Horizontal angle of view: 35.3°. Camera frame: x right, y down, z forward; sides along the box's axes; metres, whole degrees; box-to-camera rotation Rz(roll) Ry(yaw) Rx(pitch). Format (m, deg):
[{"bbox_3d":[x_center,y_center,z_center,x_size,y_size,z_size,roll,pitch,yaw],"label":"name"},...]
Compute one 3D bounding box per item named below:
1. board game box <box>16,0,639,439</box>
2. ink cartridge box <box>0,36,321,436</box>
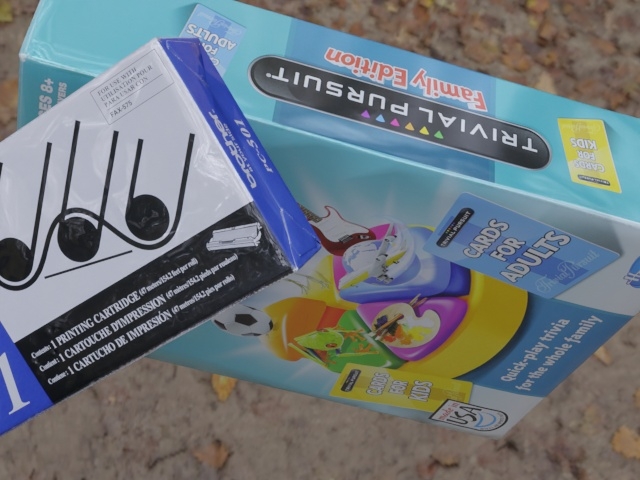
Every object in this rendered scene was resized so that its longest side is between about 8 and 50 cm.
[{"bbox_3d":[0.000,0.000,0.580,0.336,0.254,0.079,14,54,-9],"label":"board game box"},{"bbox_3d":[-0.113,0.015,0.402,0.097,0.207,0.046,59,18,-3],"label":"ink cartridge box"}]
